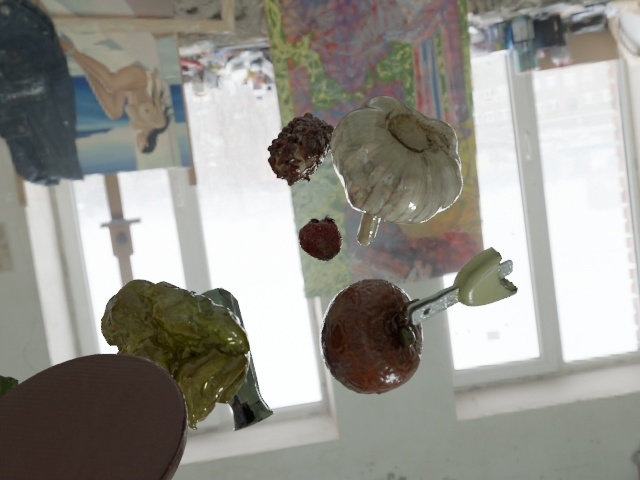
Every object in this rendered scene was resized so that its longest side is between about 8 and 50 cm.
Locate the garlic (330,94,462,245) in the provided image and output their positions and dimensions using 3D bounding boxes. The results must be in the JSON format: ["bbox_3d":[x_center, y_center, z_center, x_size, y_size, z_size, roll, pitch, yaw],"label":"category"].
[{"bbox_3d":[0.093,-0.081,0.963,0.199,0.199,0.226,-10,146,-28],"label":"garlic"}]

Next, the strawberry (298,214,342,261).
[{"bbox_3d":[0.000,0.001,1.506,0.106,0.106,0.106,-8,-176,1],"label":"strawberry"}]

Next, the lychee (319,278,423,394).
[{"bbox_3d":[0.123,0.211,1.485,0.300,0.255,0.255,-22,175,36],"label":"lychee"}]

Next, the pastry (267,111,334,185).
[{"bbox_3d":[-0.035,-0.191,1.362,0.097,0.115,0.208,-47,-179,31],"label":"pastry"}]

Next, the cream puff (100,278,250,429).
[{"bbox_3d":[-0.320,0.249,1.398,0.324,0.257,0.291,29,148,-18],"label":"cream puff"}]

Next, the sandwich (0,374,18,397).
[{"bbox_3d":[-0.516,0.309,1.007,0.063,0.212,0.245,21,173,-40],"label":"sandwich"}]

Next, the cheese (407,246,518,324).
[{"bbox_3d":[0.264,0.093,1.223,0.235,0.127,0.050,-25,-138,-12],"label":"cheese"}]

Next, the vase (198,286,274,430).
[{"bbox_3d":[-0.242,0.309,1.746,0.165,0.360,0.165,-24,174,-3],"label":"vase"}]

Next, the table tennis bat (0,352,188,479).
[{"bbox_3d":[-0.300,0.268,0.734,0.268,0.051,0.415,2,-148,8],"label":"table tennis bat"}]
